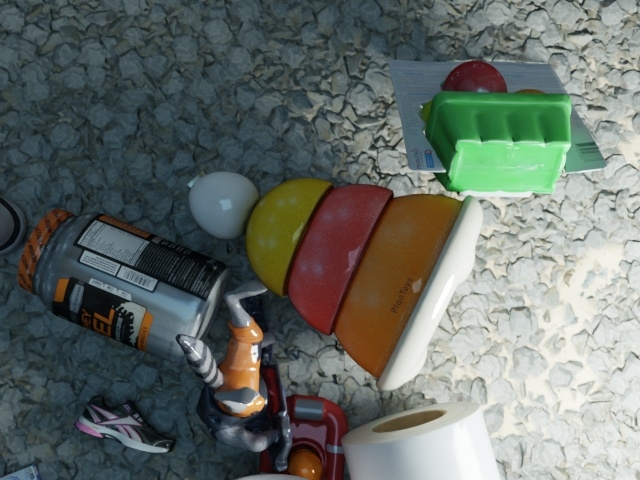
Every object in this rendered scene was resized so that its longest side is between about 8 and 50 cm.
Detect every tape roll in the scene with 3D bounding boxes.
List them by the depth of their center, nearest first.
[{"bbox_3d":[0.171,0.384,1.241,0.246,0.246,0.169,-15,86,-4],"label":"tape roll"}]

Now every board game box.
[{"bbox_3d":[-0.535,0.455,1.309,0.090,0.020,0.090,-21,86,-5],"label":"board game box"}]

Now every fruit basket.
[{"bbox_3d":[0.295,-0.221,1.317,0.327,0.353,0.165,0,127,-4],"label":"fruit basket"}]

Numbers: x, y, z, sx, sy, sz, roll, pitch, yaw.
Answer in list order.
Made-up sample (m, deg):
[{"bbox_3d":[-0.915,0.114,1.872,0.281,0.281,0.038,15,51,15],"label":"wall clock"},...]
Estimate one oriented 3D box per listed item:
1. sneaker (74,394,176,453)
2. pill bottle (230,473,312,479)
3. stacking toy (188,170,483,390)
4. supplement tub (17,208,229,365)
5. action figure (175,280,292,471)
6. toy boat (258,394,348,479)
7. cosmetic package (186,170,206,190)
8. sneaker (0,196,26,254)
[{"bbox_3d":[-0.339,0.324,1.310,0.178,0.072,0.077,20,73,-6],"label":"sneaker"},{"bbox_3d":[-0.078,0.563,1.121,0.210,0.210,0.362,0,94,-3],"label":"pill bottle"},{"bbox_3d":[0.000,0.000,1.241,0.480,0.350,0.350,26,84,7],"label":"stacking toy"},{"bbox_3d":[-0.334,0.073,1.268,0.316,0.193,0.193,22,84,2],"label":"supplement tub"},{"bbox_3d":[-0.150,0.203,1.227,0.179,0.330,0.341,-6,54,-14],"label":"action figure"},{"bbox_3d":[-0.030,0.389,1.276,0.151,0.151,0.231,6,84,-2],"label":"toy boat"},{"bbox_3d":[-0.191,-0.069,1.359,0.041,0.060,0.115,-42,89,-7],"label":"cosmetic package"},{"bbox_3d":[-0.709,-0.068,1.255,0.366,0.210,0.137,14,84,-1],"label":"sneaker"}]
